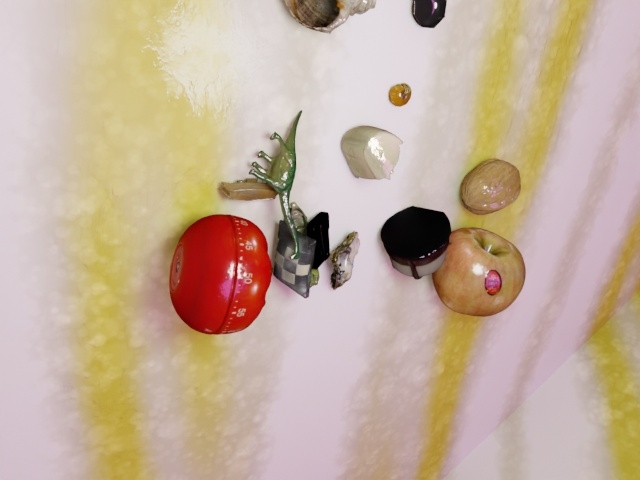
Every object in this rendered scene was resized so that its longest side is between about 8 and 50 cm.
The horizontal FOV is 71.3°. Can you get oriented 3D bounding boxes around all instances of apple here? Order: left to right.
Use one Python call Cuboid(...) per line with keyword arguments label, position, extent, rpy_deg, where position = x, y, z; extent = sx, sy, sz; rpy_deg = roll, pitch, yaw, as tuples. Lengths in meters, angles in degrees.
Cuboid(label="apple", position=(0.668, 0.141, 1.911), extent=(0.391, 0.391, 0.347), rpy_deg=(-5, 132, -24))

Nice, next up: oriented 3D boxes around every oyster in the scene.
Cuboid(label="oyster", position=(0.092, 0.074, 1.749), extent=(0.223, 0.083, 0.214), rpy_deg=(-62, 163, -20))

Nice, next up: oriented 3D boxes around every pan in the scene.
Cuboid(label="pan", position=(0.345, -0.821, 1.510), extent=(0.128, 0.048, 0.202), rpy_deg=(-47, 125, -2))

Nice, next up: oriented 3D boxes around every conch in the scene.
Cuboid(label="conch", position=(0.023, -0.736, 1.335), extent=(0.291, 0.159, 0.210), rpy_deg=(23, 114, 7))

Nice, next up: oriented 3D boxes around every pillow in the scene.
Cuboid(label="pillow", position=(-0.093, 0.065, 1.595), extent=(0.106, 0.186, 0.250), rpy_deg=(-23, 134, -42))

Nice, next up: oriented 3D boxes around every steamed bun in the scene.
Cuboid(label="steamed bun", position=(0.199, -0.305, 1.563), extent=(0.170, 0.225, 0.200), rpy_deg=(-30, 120, -12))

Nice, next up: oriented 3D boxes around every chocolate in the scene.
Cuboid(label="chocolate", position=(0.390, 0.020, 1.803), extent=(0.283, 0.283, 0.186), rpy_deg=(-35, 138, -8))

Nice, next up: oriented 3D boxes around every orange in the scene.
Cuboid(label="orange", position=(0.291, -0.524, 1.610), extent=(0.086, 0.062, 0.086), rpy_deg=(-11, 119, -21))

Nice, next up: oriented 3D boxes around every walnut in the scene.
Cuboid(label="walnut", position=(0.708, -0.221, 1.866), extent=(0.261, 0.225, 0.225), rpy_deg=(-32, 122, -12))

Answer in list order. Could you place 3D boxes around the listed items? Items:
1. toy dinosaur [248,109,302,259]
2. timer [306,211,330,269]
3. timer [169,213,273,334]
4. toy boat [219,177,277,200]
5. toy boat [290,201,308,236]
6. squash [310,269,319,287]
Cuboid(label="toy dinosaur", position=(-0.084, -0.193, 1.481), extent=(0.300, 0.087, 0.447), rpy_deg=(34, 79, -17))
Cuboid(label="timer", position=(0.000, 0.000, 1.662), extent=(0.144, 0.055, 0.187), rpy_deg=(-48, 140, -55))
Cuboid(label="timer", position=(-0.317, 0.104, 1.402), extent=(0.279, 0.378, 0.378), rpy_deg=(9, 108, -27))
Cuboid(label="toy boat", position=(-0.234, -0.177, 1.500), extent=(0.206, 0.072, 0.064), rpy_deg=(0, 138, -26))
Cuboid(label="toy boat", position=(-0.084, -0.064, 1.624), extent=(0.089, 0.071, 0.185), rpy_deg=(-23, 120, -14))
Cuboid(label="squash", position=(-0.036, 0.140, 1.702), extent=(0.105, 0.132, 0.105), rpy_deg=(-9, 115, -20))
